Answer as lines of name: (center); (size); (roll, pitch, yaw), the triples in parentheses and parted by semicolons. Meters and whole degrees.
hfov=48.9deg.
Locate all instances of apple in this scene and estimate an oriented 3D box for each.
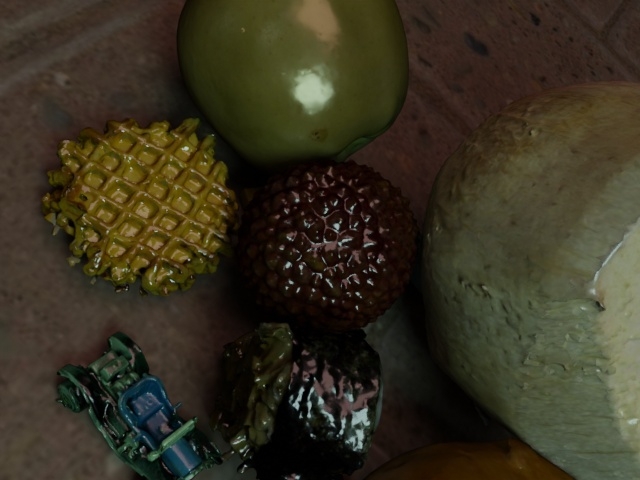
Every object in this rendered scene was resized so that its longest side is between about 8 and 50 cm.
apple: (-0.021, -0.199, 0.783); (0.263, 0.262, 0.262); (14, 58, -23)

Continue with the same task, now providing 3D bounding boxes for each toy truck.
toy truck: (-0.155, 0.153, 0.616); (0.154, 0.078, 0.080); (51, 50, 4)

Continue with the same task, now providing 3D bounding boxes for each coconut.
coconut: (0.279, 0.025, 0.735); (0.405, 0.404, 0.404); (14, 58, -23)

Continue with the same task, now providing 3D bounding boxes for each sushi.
sushi: (-0.031, 0.145, 0.618); (0.115, 0.212, 0.147); (8, 83, -16)

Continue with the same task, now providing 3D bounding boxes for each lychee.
lychee: (0.000, 0.000, 0.702); (0.188, 0.188, 0.188); (14, 58, -23)

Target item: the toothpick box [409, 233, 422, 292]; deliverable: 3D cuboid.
toothpick box: (0.112, 0.018, 0.863); (0.083, 0.052, 0.052); (46, 51, -1)

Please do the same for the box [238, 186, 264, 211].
box: (-0.013, -0.029, 0.837); (0.155, 0.023, 0.086); (-9, 66, -33)

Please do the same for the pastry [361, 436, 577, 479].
pastry: (0.160, 0.349, 0.540); (0.410, 0.245, 0.409); (24, 24, -12)

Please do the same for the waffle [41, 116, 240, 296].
waffle: (-0.179, -0.036, 0.718); (0.197, 0.070, 0.193); (-23, 77, -34)
